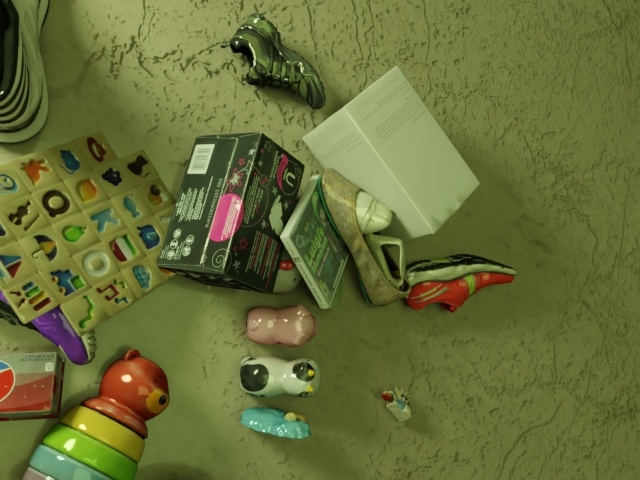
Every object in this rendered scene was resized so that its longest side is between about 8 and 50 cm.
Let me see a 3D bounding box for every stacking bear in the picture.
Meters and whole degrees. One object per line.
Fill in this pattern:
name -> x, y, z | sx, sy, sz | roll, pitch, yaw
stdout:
stacking bear -> -0.342, 0.316, 0.908 | 0.289, 0.164, 0.175 | -62, 141, -30

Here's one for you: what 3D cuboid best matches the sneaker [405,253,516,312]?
sneaker -> 0.300, 0.097, 1.265 | 0.279, 0.107, 0.118 | -4, 103, -21

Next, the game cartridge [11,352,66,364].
game cartridge -> -0.465, 0.216, 0.941 | 0.083, 0.017, 0.055 | 12, 82, -22

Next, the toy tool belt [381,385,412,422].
toy tool belt -> 0.159, 0.329, 1.189 | 0.083, 0.052, 0.051 | 52, 36, -13

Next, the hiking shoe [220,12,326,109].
hiking shoe -> -0.091, -0.333, 1.152 | 0.114, 0.086, 0.227 | -45, 96, -8

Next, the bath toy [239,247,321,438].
bath toy -> -0.068, 0.175, 1.060 | 0.152, 0.129, 0.348 | 3, 81, -23

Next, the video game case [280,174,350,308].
video game case -> 0.000, 0.000, 1.069 | 0.173, 0.022, 0.190 | 62, 33, -30

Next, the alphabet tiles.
alphabet tiles -> -0.374, -0.022, 0.940 | 0.342, 0.011, 0.285 | -38, 99, -47

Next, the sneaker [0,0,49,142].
sneaker -> -0.499, -0.396, 0.873 | 0.169, 0.257, 0.447 | -10, 87, -24

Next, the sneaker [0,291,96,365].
sneaker -> -0.477, 0.090, 0.915 | 0.146, 0.102, 0.293 | -32, 93, -17

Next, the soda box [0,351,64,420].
soda box -> -0.525, 0.219, 0.847 | 0.264, 0.083, 0.092 | 2, 66, -14

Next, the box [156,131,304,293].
box -> -0.153, -0.046, 1.013 | 0.142, 0.164, 0.247 | 33, 66, -52

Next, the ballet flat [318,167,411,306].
ballet flat -> 0.101, -0.010, 1.126 | 0.316, 0.106, 0.107 | 64, 33, -27

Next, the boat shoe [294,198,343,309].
boat shoe -> -0.011, 0.027, 1.139 | 0.081, 0.069, 0.227 | -12, 91, -62

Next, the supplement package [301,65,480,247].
supplement package -> 0.141, -0.158, 1.163 | 0.177, 0.175, 0.293 | -42, 100, -29
